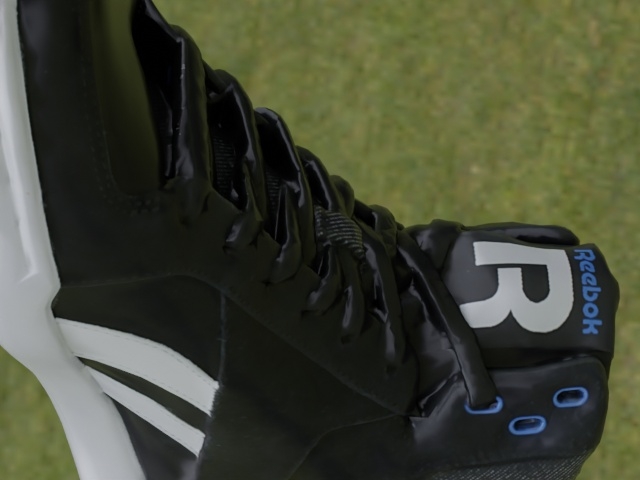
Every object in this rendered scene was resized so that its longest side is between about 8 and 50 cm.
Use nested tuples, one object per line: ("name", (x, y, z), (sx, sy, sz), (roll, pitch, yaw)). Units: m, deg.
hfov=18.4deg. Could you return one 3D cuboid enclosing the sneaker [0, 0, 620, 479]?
("sneaker", (0.000, 0.000, 0.403), (0.217, 0.121, 0.079), (78, -176, -54))
